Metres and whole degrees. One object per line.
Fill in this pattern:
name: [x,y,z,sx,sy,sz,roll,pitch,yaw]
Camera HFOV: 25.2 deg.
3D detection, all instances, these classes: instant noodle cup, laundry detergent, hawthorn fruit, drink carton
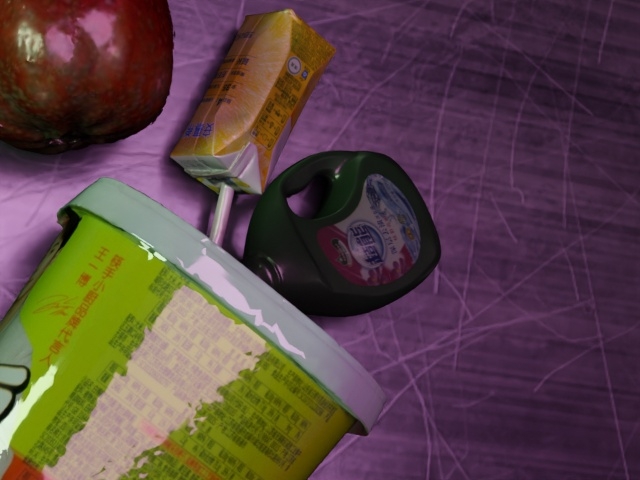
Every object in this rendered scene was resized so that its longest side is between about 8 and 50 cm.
instant noodle cup: [-0.154,0.158,1.005,0.294,0.294,0.308,39,77,-11]
laundry detergent: [0.000,0.000,1.144,0.211,0.063,0.137,-20,85,-45]
hawthorn fruit: [-0.191,-0.183,1.078,0.181,0.181,0.235,1,85,-21]
drink carton: [-0.066,-0.089,1.163,0.074,0.084,0.200,40,67,-35]
